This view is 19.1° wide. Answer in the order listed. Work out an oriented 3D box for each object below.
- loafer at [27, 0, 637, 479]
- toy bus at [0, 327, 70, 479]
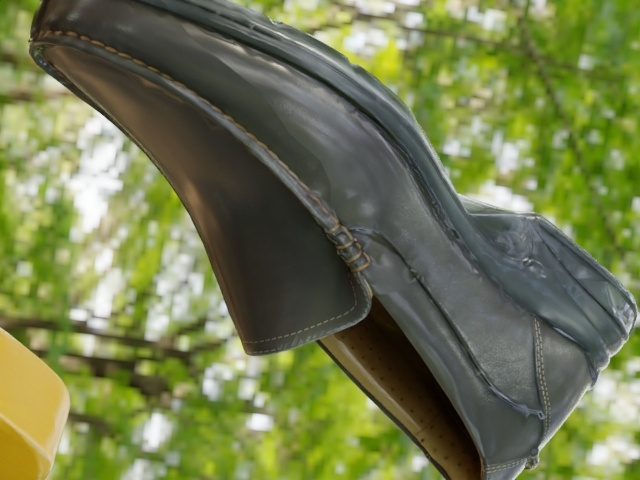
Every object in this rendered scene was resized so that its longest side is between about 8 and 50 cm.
[{"bbox_3d":[0.000,0.000,0.437,0.061,0.170,0.062,-62,-158,-15],"label":"loafer"},{"bbox_3d":[-0.327,0.068,1.255,0.130,0.333,0.108,-54,-168,20],"label":"toy bus"}]
